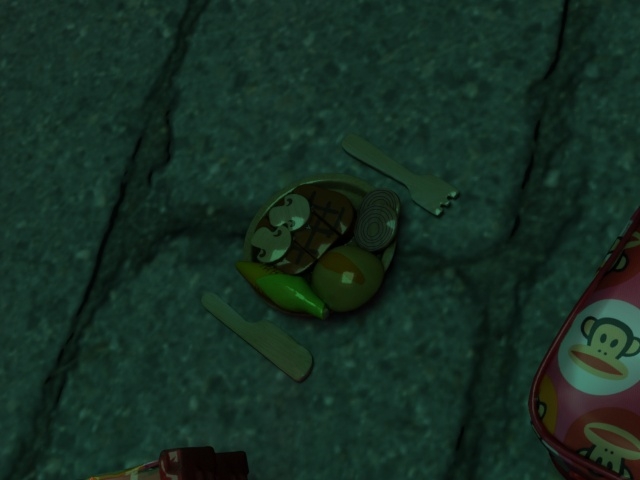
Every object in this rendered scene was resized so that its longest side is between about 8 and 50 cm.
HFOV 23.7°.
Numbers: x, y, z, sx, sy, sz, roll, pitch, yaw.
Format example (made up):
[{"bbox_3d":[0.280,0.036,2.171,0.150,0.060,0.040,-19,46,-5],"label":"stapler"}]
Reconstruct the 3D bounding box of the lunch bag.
[{"bbox_3d":[0.285,0.115,0.947,0.293,0.120,0.258,27,74,29],"label":"lunch bag"}]

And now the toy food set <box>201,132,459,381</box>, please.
[{"bbox_3d":[0.000,0.000,1.159,0.132,0.038,0.192,33,77,31],"label":"toy food set"}]

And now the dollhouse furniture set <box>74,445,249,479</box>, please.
[{"bbox_3d":[-0.135,0.332,0.982,0.201,0.152,0.374,-12,76,12],"label":"dollhouse furniture set"}]
